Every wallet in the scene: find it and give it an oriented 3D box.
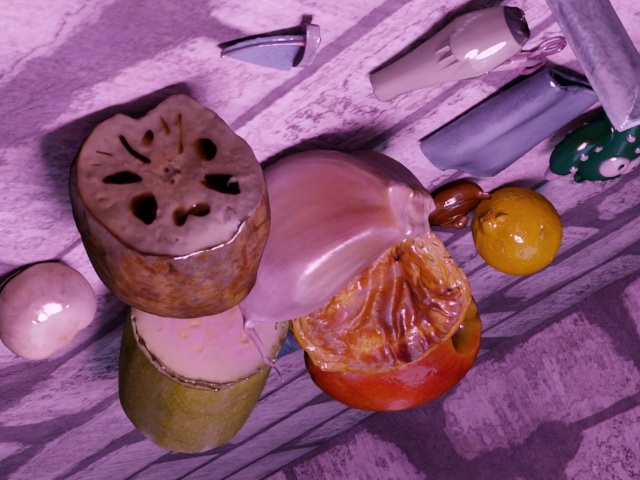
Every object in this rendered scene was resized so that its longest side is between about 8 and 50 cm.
[{"bbox_3d":[0.326,-0.189,2.038,0.251,0.054,0.290,-32,162,28],"label":"wallet"}]

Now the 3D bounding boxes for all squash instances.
[{"bbox_3d":[-0.204,0.180,2.089,0.263,0.263,0.384,-18,161,-19],"label":"squash"}]

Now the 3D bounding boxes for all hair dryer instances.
[{"bbox_3d":[0.173,-0.243,1.688,0.219,0.088,0.225,-19,178,7],"label":"hair dryer"}]

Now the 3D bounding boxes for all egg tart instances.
[{"bbox_3d":[0.093,0.088,2.235,0.339,0.153,0.351,-38,123,13],"label":"egg tart"}]

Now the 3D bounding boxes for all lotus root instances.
[{"bbox_3d":[-0.182,-0.020,1.581,0.250,0.250,0.346,-22,166,-7],"label":"lotus root"}]

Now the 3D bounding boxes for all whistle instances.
[{"bbox_3d":[0.271,-0.259,1.332,0.062,0.312,0.062,-24,166,-6],"label":"whistle"}]

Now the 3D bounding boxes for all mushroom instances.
[{"bbox_3d":[-0.407,0.100,1.835,0.154,0.122,0.154,-17,123,-28],"label":"mushroom"}]

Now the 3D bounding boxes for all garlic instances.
[{"bbox_3d":[0.000,0.000,1.863,0.340,0.246,0.231,-49,166,14],"label":"garlic"}]

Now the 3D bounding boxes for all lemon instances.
[{"bbox_3d":[0.374,-0.019,2.400,0.173,0.173,0.206,-33,151,27],"label":"lemon"}]

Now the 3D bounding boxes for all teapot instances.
[{"bbox_3d":[0.248,-0.060,2.265,0.129,0.078,0.098,-28,162,11],"label":"teapot"}]

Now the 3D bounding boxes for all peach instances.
[{"bbox_3d":[0.134,0.195,2.511,0.372,0.290,0.373,-25,-156,12],"label":"peach"}]

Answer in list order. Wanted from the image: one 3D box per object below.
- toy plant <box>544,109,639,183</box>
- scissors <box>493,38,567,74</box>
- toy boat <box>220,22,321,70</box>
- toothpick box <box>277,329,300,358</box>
[{"bbox_3d":[0.523,-0.177,2.232,0.243,0.112,0.232,-41,152,29],"label":"toy plant"},{"bbox_3d":[0.284,-0.261,1.821,0.176,0.022,0.085,-13,161,-38],"label":"scissors"},{"bbox_3d":[-0.066,-0.224,1.478,0.122,0.034,0.096,-9,159,-18],"label":"toy boat"},{"bbox_3d":[-0.132,0.189,2.434,0.184,0.120,0.120,-27,163,17],"label":"toothpick box"}]
